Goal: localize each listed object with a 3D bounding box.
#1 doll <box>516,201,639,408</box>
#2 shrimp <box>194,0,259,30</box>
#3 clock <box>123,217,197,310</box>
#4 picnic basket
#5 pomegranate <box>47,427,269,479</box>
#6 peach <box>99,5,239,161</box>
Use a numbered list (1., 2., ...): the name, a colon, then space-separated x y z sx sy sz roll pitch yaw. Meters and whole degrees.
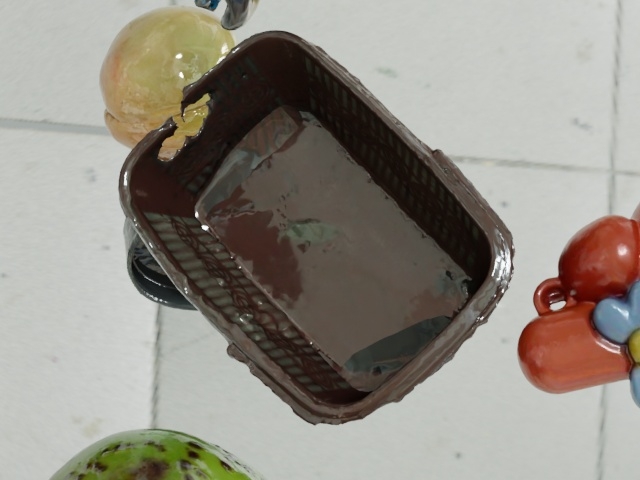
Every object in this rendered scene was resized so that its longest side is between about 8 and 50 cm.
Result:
1. doll: 0.272 0.026 0.961 0.290 0.130 0.161 -14 73 12
2. shrimp: -0.044 -0.366 1.166 0.221 0.446 0.110 27 43 11
3. clock: -0.108 -0.012 1.890 0.325 0.325 0.067 -2 57 -23
4. picnic basket: 0.000 0.000 1.105 0.222 0.129 0.297 -44 73 -2
5. pomegranate: -0.094 0.261 0.962 0.231 0.286 0.231 -14 113 -36
6. peach: -0.166 -0.175 1.587 0.184 0.184 0.184 0 90 -23
